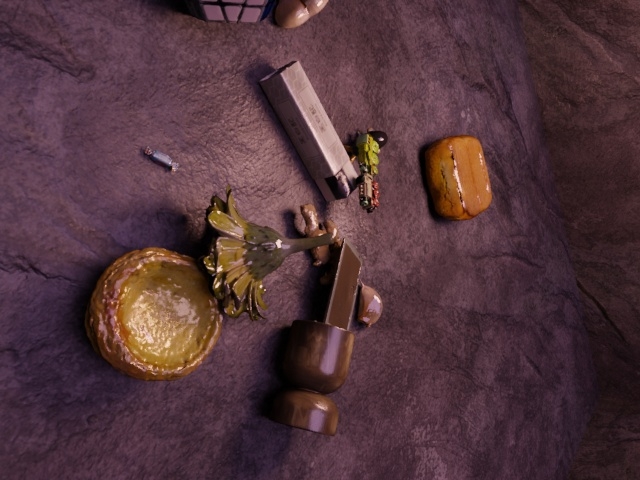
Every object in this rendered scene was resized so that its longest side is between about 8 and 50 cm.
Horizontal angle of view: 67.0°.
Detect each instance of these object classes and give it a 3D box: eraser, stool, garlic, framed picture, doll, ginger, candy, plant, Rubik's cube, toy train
[{"bbox_3d":[-0.023,-0.305,1.399,0.098,0.096,0.404,-50,119,-37],"label":"eraser"},{"bbox_3d":[-0.020,0.359,1.278,0.179,0.179,0.264,31,65,-39],"label":"stool"},{"bbox_3d":[-0.056,-0.673,1.392,0.174,0.124,0.099,-45,137,-8],"label":"garlic"},{"bbox_3d":[0.072,0.148,1.454,0.216,0.016,0.273,50,50,-59],"label":"framed picture"},{"bbox_3d":[0.148,-0.313,1.587,0.179,0.089,0.102,-25,105,-20],"label":"doll"},{"bbox_3d":[0.008,-0.006,1.423,0.149,0.065,0.259,-47,122,-45],"label":"ginger"},{"bbox_3d":[-0.360,-0.182,1.098,0.083,0.020,0.030,28,66,-39],"label":"candy"},{"bbox_3d":[-0.147,0.050,1.098,0.306,0.297,0.261,82,30,-50],"label":"plant"},{"bbox_3d":[0.162,0.206,1.555,0.084,0.066,0.152,18,76,-41],"label":"garlic"},{"bbox_3d":[-0.215,-0.654,1.117,0.264,0.319,0.319,28,64,-10],"label":"Rubik's cube"},{"bbox_3d":[0.142,-0.201,1.463,0.085,0.053,0.250,27,56,-43],"label":"toy train"}]

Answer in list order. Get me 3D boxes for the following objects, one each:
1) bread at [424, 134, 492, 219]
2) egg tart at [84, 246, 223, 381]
[{"bbox_3d":[0.551,-0.252,1.941,0.328,0.148,0.337,-24,101,-48],"label":"bread"},{"bbox_3d":[-0.347,0.154,1.011,0.294,0.123,0.294,11,74,-46],"label":"egg tart"}]
